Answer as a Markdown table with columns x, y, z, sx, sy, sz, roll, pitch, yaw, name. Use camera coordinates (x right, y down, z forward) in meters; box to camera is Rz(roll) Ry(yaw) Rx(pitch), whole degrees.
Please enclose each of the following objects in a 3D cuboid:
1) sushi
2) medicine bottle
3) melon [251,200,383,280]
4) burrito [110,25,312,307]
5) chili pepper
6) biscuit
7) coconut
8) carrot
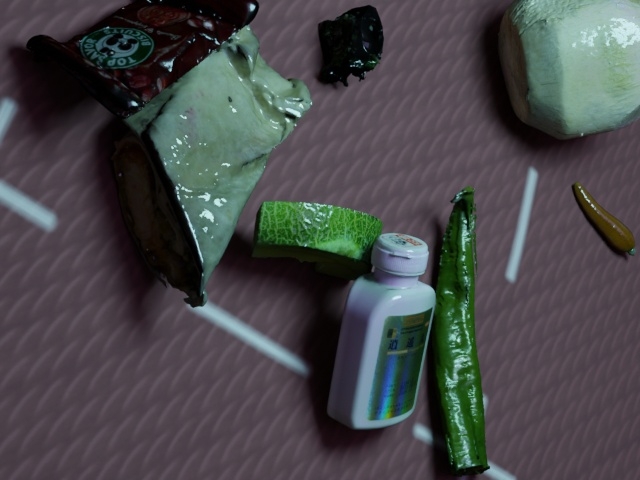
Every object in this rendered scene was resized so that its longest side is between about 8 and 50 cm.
| x | y | z | sx | sy | sz | roll | pitch | yaw | name |
| --- | --- | --- | --- | --- | --- | --- | --- | --- | --- |
| 0.041 | -0.240 | 1.645 | 0.056 | 0.083 | 0.085 | 18 | 64 | -34 | sushi |
| 0.075 | 0.104 | 1.510 | 0.115 | 0.078 | 0.219 | -8 | 114 | -44 | medicine bottle |
| 0.000 | 0.000 | 1.517 | 0.209 | 0.118 | 0.064 | 12 | 77 | -39 | melon |
| -0.133 | -0.104 | 1.455 | 0.175 | 0.107 | 0.348 | 32 | 55 | -9 | burrito |
| 0.173 | 0.114 | 1.652 | 0.085 | 0.076 | 0.359 | 13 | 72 | -56 | chili pepper |
| -0.192 | -0.218 | 1.426 | 0.235 | 0.151 | 0.063 | -42 | 144 | -40 | biscuit |
| 0.371 | -0.261 | 1.812 | 0.230 | 0.227 | 0.227 | -12 | 83 | -3 | coconut |
| 0.414 | -0.029 | 1.916 | 0.142 | 0.035 | 0.035 | 45 | 53 | -14 | carrot |
